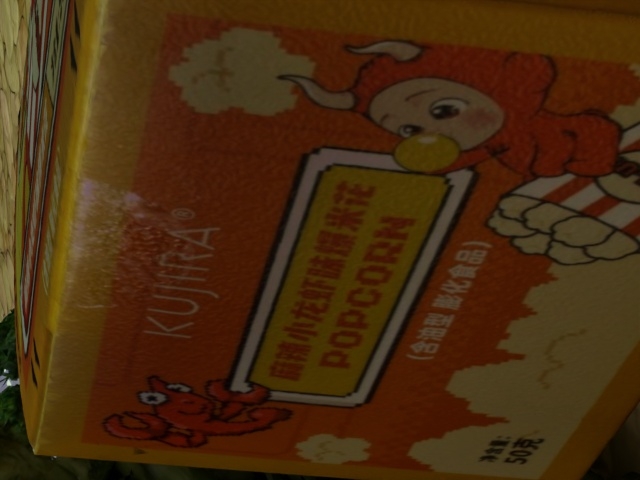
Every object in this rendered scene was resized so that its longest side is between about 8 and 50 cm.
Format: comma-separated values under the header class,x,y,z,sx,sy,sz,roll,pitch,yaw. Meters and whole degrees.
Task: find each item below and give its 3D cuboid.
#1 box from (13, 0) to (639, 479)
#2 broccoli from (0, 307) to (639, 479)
class,x,y,z,sx,sy,sz,roll,pitch,yaw
box,0.015,-0.094,0.623,0.283,0.213,0.260,109,165,-58
broccoli,-0.003,0.128,0.801,0.283,0.321,0.304,15,126,40
